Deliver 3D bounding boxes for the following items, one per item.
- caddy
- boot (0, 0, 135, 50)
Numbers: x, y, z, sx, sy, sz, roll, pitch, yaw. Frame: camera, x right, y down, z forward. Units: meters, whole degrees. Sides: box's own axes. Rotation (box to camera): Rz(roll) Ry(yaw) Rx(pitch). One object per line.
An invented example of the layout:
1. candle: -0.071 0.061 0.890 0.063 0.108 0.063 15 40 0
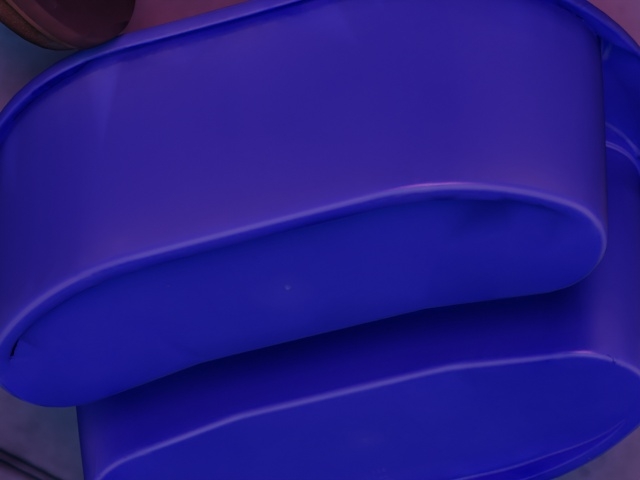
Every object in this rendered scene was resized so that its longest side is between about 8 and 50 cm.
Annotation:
1. caddy: 0.000 0.000 0.880 0.341 0.179 0.241 -14 135 11
2. boot: -0.206 -0.190 0.837 0.305 0.112 0.115 49 122 -1
